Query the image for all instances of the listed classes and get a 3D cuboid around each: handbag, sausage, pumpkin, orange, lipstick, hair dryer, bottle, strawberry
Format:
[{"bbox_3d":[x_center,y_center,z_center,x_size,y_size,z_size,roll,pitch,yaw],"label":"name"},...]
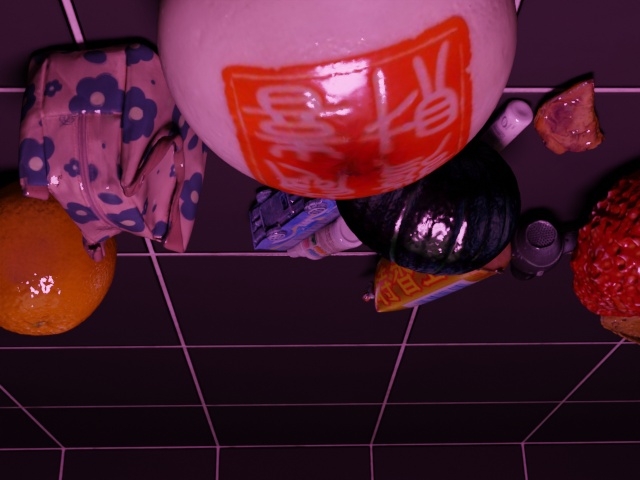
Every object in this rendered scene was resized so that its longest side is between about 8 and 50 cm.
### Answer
[{"bbox_3d":[-0.250,-0.098,1.125,0.190,0.193,0.251,-2,154,11],"label":"handbag"},{"bbox_3d":[0.172,0.040,1.528,0.117,0.125,0.317,12,155,-33],"label":"sausage"},{"bbox_3d":[0.146,-0.088,1.162,0.248,0.248,0.248,-1,154,0],"label":"pumpkin"},{"bbox_3d":[-0.410,0.021,1.332,0.236,0.236,0.236,-1,154,0],"label":"orange"},{"bbox_3d":[0.237,-0.140,1.234,0.040,0.040,0.141,8,153,-18],"label":"lipstick"},{"bbox_3d":[0.445,0.011,1.523,0.271,0.091,0.235,-7,163,4],"label":"hair dryer"},{"bbox_3d":[0.000,0.000,1.471,0.060,0.060,0.217,12,165,-25],"label":"bottle"},{"bbox_3d":[0.498,0.009,1.358,0.261,0.261,0.257,14,-179,-29],"label":"strawberry"}]

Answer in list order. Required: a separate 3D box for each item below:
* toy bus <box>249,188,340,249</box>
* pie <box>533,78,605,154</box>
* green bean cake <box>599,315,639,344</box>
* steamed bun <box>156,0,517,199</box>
[{"bbox_3d":[-0.023,-0.059,1.363,0.094,0.079,0.236,-2,160,-38],"label":"toy bus"},{"bbox_3d":[0.332,-0.157,1.209,0.092,0.034,0.170,-15,152,20],"label":"pie"},{"bbox_3d":[0.653,0.103,1.657,0.229,0.131,0.224,18,146,-29],"label":"green bean cake"},{"bbox_3d":[0.018,-0.178,0.924,0.374,0.241,0.374,-1,151,0],"label":"steamed bun"}]
